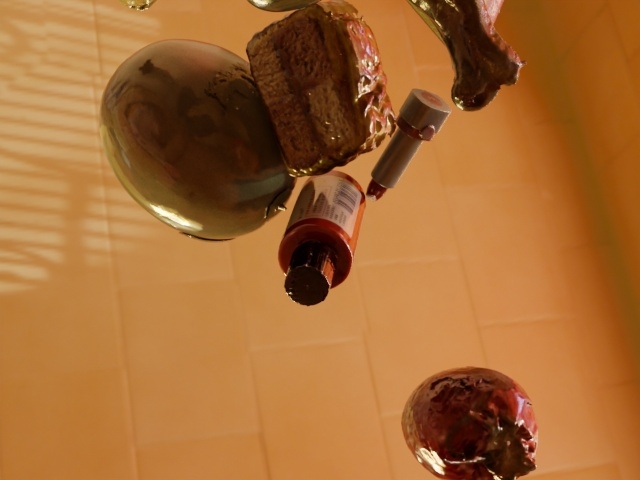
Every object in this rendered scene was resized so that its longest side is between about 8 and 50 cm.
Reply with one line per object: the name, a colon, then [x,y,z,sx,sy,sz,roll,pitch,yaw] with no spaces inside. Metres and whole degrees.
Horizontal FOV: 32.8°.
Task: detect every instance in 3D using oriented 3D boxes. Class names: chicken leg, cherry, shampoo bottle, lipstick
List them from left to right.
shampoo bottle: [0.000,0.000,1.511,0.104,0.278,0.104,3,-64,7]
lipstick: [0.117,-0.127,1.581,0.063,0.057,0.186,8,-55,-36]
chicken leg: [0.156,-0.354,1.313,0.211,0.361,0.140,-33,10,35]
cherry: [0.205,0.270,1.581,0.192,0.175,0.249,3,-6,-22]

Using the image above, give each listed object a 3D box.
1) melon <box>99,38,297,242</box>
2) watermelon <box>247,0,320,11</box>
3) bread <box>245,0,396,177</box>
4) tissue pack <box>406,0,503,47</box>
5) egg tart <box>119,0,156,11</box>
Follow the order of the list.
melon: [-0.172,-0.148,1.618,0.268,0.330,0.268,-41,-13,-12]
watermelon: [-0.030,-0.271,1.098,0.110,0.078,0.078,-9,-22,14]
bread: [0.000,-0.207,1.491,0.181,0.222,0.096,-17,4,37]
tissue pack: [0.237,-0.435,1.851,0.073,0.173,0.235,24,-2,30]
egg tart: [-0.062,-0.346,0.946,0.132,0.345,0.345,23,-36,-21]
